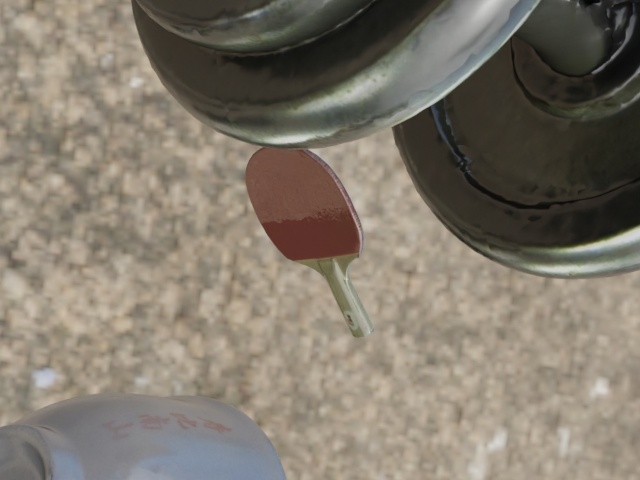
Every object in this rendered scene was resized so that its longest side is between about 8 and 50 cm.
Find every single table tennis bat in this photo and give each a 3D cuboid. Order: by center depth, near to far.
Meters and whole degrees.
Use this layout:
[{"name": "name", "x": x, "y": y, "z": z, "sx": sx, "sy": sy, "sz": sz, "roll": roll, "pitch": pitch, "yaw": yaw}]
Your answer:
[{"name": "table tennis bat", "x": 0.000, "y": 0.000, "z": 1.131, "sx": 0.013, "sy": 0.087, "sz": 0.156, "roll": -44, "pitch": 116, "yaw": -42}]

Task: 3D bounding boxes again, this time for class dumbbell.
[{"name": "dumbbell", "x": 0.055, "y": -0.098, "z": 0.531, "sx": 0.290, "sy": 0.192, "sz": 0.192, "roll": 23, "pitch": 76, "yaw": -42}]

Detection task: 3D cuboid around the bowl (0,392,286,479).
[{"name": "bowl", "x": -0.202, "y": 0.235, "z": 1.226, "sx": 0.157, "sy": 0.345, "sz": 0.345, "roll": 44, "pitch": 59, "yaw": -40}]
